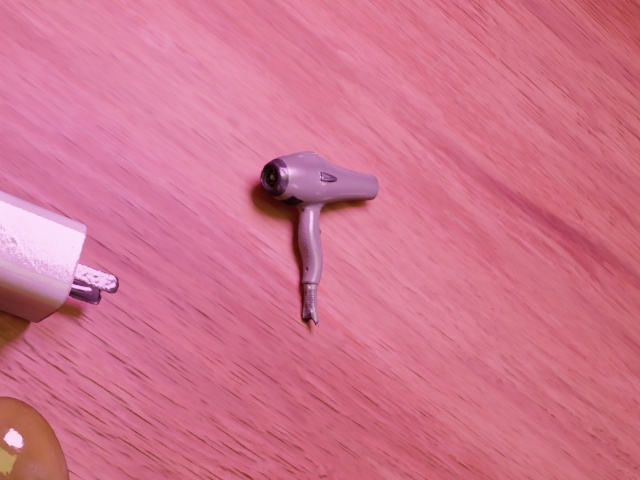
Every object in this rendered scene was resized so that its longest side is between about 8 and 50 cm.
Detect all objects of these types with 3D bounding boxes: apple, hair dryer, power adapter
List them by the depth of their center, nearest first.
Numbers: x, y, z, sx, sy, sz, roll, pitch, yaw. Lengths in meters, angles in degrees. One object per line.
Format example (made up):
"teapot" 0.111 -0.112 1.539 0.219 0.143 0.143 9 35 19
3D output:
"apple" -0.389 0.279 1.338 0.200 0.200 0.200 13 66 -31
"power adapter" -0.365 0.034 1.474 0.205 0.130 0.125 24 60 -28
"hair dryer" 0.021 -0.022 1.820 0.229 0.092 0.267 -22 101 -44
